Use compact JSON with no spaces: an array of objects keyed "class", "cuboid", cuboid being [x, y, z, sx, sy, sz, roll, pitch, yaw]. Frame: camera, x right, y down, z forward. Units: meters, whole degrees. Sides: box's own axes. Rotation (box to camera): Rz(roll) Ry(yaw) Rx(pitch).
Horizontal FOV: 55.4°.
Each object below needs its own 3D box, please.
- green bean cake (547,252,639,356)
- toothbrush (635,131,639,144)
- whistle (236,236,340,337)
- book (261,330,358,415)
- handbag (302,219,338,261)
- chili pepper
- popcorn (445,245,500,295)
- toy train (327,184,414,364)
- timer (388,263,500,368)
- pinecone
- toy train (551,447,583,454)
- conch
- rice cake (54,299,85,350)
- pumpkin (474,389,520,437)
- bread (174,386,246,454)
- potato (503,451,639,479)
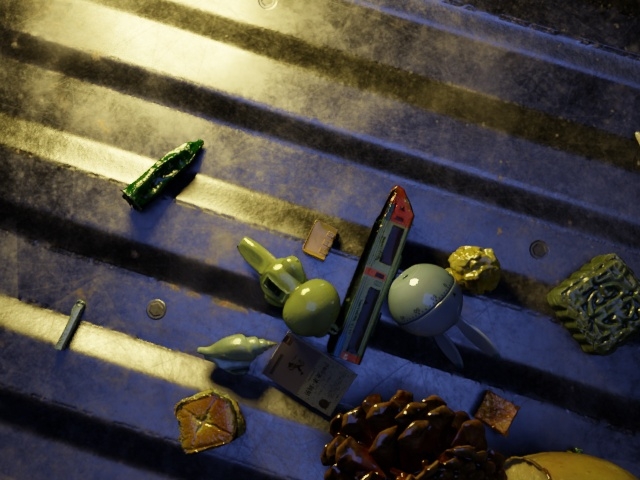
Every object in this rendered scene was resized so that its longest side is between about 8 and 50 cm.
[{"class":"green bean cake","cuboid":[0.635,0.145,1.368,0.185,0.094,0.183,-35,84,-1]},{"class":"toothbrush","cuboid":[0.828,-0.125,1.444,0.030,0.025,0.307,-30,83,3]},{"class":"whistle","cuboid":[-0.059,0.098,1.355,0.141,0.141,0.294,-36,64,-6]},{"class":"book","cuboid":[-0.025,0.292,1.338,0.182,0.014,0.127,32,110,3]},{"class":"handbag","cuboid":[0.000,0.000,1.405,0.061,0.027,0.083,26,81,3]},{"class":"chili pepper","cuboid":[-0.354,-0.160,1.410,0.059,0.088,0.227,45,74,3]},{"class":"popcorn","cuboid":[0.346,0.065,1.364,0.116,0.106,0.120,-32,83,-15]},{"class":"toy train","cuboid":[0.125,0.076,1.366,0.089,0.086,0.409,23,81,-2]},{"class":"timer","cuboid":[0.265,0.151,1.325,0.256,0.175,0.175,29,81,-20]},{"class":"pinecone","cuboid":[0.152,0.460,1.186,0.385,0.384,0.383,0,81,-1]},{"class":"toy train","cuboid":[0.539,0.512,1.327,0.081,0.050,0.122,5,82,7]},{"class":"conch","cuboid":[-0.180,0.246,1.352,0.180,0.088,0.065,-8,38,4]},{"class":"rice cake","cuboid":[-0.560,0.190,1.366,0.022,0.022,0.121,25,82,-6]},{"class":"pumpkin","cuboid":[0.389,0.379,1.341,0.083,0.054,0.074,29,77,25]},{"class":"bread","cuboid":[-0.241,0.385,1.318,0.140,0.069,0.127,-19,81,-1]},{"class":"potato","cuboid":[0.507,0.621,1.136,0.320,0.385,0.441,1,110,-13]}]
